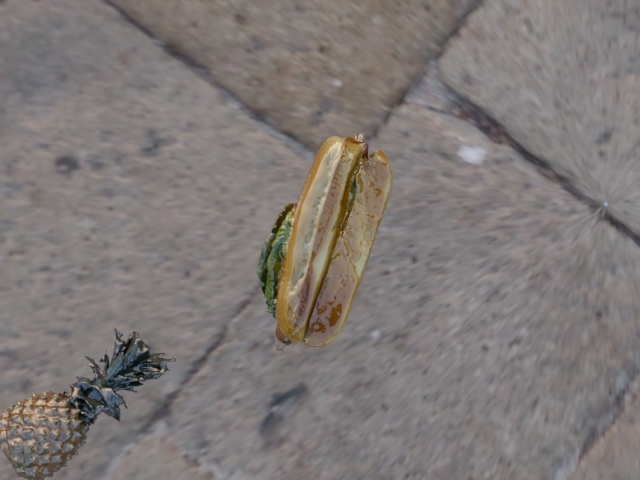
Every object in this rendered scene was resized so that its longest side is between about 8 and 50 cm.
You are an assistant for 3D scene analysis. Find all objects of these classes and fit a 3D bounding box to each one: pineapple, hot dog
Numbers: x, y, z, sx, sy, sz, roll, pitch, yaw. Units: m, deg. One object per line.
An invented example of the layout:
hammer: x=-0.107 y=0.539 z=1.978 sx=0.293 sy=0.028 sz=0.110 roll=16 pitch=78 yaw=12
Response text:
pineapple: x=-0.153 y=0.105 z=1.257 sx=0.124 sy=0.058 sz=0.058 roll=-35 pitch=86 yaw=-3
hot dog: x=0.000 y=0.000 z=1.082 sx=0.056 sy=0.041 sz=0.133 roll=25 pitch=80 yaw=-36
